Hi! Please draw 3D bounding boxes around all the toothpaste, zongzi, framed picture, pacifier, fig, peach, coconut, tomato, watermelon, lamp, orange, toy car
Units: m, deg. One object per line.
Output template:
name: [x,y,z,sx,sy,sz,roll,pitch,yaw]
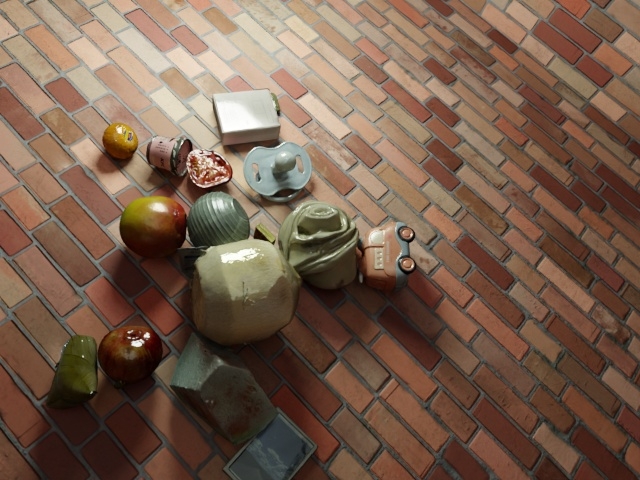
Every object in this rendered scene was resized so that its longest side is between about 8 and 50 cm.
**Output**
toothpaste: [-0.434,0.071,1.654,0.096,0.266,0.061,-5,69,-16]
zongzi: [-0.710,0.378,1.459,0.114,0.256,0.228,27,52,-36]
framed picture: [-0.157,0.694,1.556,0.189,0.023,0.260,41,64,11]
pacifier: [-0.155,-0.280,1.915,0.286,0.226,0.239,-11,86,-16]
fig: [-0.598,0.368,1.526,0.205,0.205,0.205,5,64,-10]
peach: [-0.582,-0.048,1.714,0.230,0.231,0.231,5,64,-10]
coconut: [-0.237,0.172,1.602,0.359,0.346,0.347,-5,66,-25]
tomato: [-0.441,-0.277,1.922,0.166,0.082,0.174,-22,76,-17]
watermelon: [-0.311,0.437,1.509,0.228,0.258,0.387,-38,73,-28]
lamp: [-0.372,-0.052,1.752,0.233,0.233,0.266,-21,74,-21]
orange: [-0.774,-0.381,1.876,0.135,0.117,0.136,38,38,-38]
toy car: [0.245,0.061,1.871,0.212,0.181,0.271,4,64,0]

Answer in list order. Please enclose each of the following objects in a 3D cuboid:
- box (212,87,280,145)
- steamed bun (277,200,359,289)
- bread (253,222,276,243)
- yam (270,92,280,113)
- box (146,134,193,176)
box: [-0.314,-0.523,2.057,0.251,0.106,0.203,-11,69,-19]
steamed bun: [-0.010,-0.001,1.794,0.309,0.219,0.325,5,62,2]
bread: [-0.212,-0.011,1.839,0.090,0.094,0.035,42,62,9]
yam: [-0.206,-0.608,2.158,0.043,0.043,0.094,-7,65,-16]
box: [-0.586,-0.336,1.886,0.135,0.151,0.151,16,62,4]
